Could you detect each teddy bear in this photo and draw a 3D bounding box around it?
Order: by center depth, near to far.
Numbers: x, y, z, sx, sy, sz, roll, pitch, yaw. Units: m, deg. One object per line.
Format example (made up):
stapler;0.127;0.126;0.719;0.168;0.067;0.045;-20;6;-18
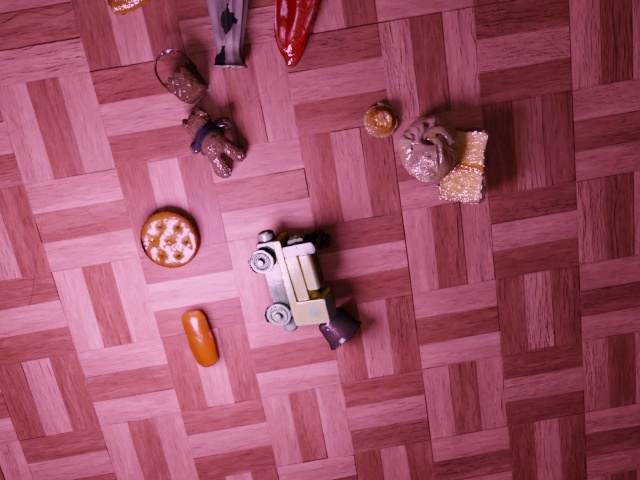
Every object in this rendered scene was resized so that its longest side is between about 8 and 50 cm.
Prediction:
teddy bear;-0.366;-0.342;1.648;0.182;0.129;0.251;-40;103;5

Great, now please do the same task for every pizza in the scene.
pizza;-0.636;-0.829;1.559;0.182;0.062;0.161;-42;109;12

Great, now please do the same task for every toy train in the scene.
toy train;-0.096;0.139;1.739;0.253;0.160;0.397;-10;105;16

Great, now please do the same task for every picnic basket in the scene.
picnic basket;-0.467;-0.546;1.589;0.128;0.138;0.178;-38;104;3

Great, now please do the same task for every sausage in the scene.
sausage;-0.456;0.375;1.837;0.098;0.098;0.238;-16;102;1

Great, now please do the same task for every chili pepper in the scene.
chili pepper;-0.096;-0.713;1.589;0.144;0.136;0.253;5;113;-31

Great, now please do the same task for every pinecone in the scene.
pinecone;0.000;0.000;1.779;0.083;0.077;0.077;29;101;-19

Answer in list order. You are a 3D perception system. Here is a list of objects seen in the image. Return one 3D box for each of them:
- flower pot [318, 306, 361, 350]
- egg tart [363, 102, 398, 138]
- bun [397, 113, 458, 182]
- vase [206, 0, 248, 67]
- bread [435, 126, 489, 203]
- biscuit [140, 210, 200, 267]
flower pot;0.065;0.326;1.827;0.157;0.157;0.107;-42;88;7
egg tart;0.217;-0.422;1.699;0.128;0.049;0.129;0;105;-2
bun;0.377;-0.321;1.678;0.209;0.116;0.237;-5;92;14
vase;-0.301;-0.749;1.549;0.165;0.165;0.360;0;108;-3
bread;0.533;-0.270;1.726;0.141;0.178;0.266;-11;109;-33
biscuit;-0.549;-0.001;1.753;0.220;0.066;0.221;0;104;-2
